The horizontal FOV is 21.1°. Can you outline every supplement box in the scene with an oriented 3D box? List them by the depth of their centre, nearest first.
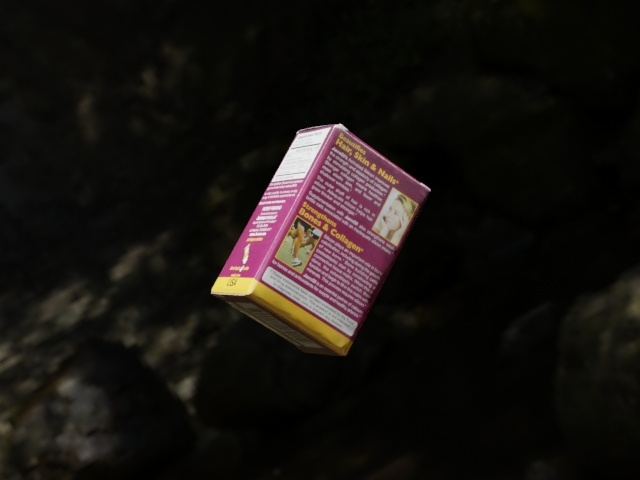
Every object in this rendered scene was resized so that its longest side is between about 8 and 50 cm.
[{"bbox_3d":[0.000,0.000,0.731,0.083,0.055,0.043,-61,22,-13],"label":"supplement box"}]
